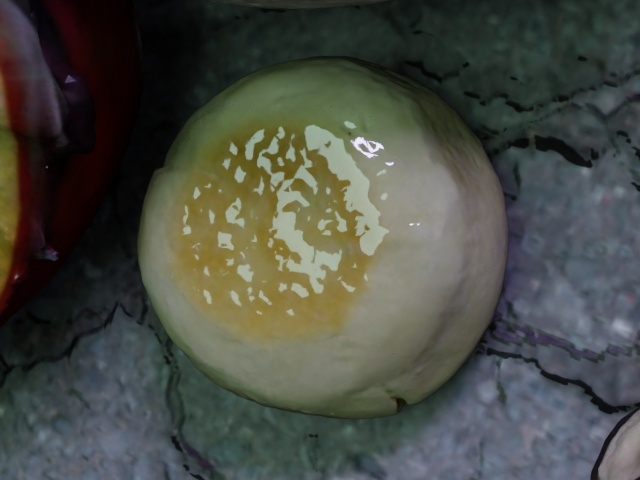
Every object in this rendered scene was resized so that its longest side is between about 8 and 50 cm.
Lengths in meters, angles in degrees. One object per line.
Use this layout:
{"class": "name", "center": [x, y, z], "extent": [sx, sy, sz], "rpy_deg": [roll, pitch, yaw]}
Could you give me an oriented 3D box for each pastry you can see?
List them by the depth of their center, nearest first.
{"class": "pastry", "center": [0.000, 0.000, 0.625], "extent": [0.156, 0.092, 0.157], "rpy_deg": [3, 97, 24]}

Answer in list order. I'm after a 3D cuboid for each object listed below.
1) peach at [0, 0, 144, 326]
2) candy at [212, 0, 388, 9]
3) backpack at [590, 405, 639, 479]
{"class": "peach", "center": [-0.229, -0.060, 0.678], "extent": [0.257, 0.201, 0.362], "rpy_deg": [36, 120, -10]}
{"class": "candy", "center": [0.017, -0.191, 0.553], "extent": [0.295, 0.185, 0.296], "rpy_deg": [-6, 56, 9]}
{"class": "backpack", "center": [0.195, 0.148, 0.509], "extent": [0.229, 0.139, 0.229], "rpy_deg": [-13, 66, 32]}
